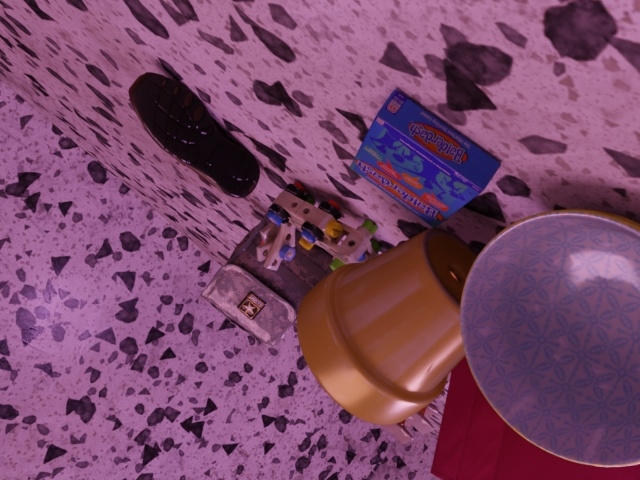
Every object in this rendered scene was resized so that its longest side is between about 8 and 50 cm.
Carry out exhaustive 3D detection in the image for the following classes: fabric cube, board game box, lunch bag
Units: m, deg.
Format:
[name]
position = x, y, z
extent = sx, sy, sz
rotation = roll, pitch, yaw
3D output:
[fabric cube]
position = 0.365, 0.316, 1.135
extent = 0.254, 0.258, 0.259
rotation = 16, 169, -9
[board game box]
position = 0.130, -0.100, 0.903
extent = 0.160, 0.047, 0.210
rotation = 35, 167, 2
[lunch bag]
position = -0.136, 0.105, 1.723
extent = 0.235, 0.287, 0.169
rotation = 38, 166, -5

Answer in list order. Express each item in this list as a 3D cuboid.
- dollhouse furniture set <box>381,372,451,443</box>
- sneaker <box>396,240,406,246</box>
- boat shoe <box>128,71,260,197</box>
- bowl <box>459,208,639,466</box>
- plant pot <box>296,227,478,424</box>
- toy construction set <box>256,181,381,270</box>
[dollhouse furniture set]
position = 0.256, 0.329, 1.661
extent = 0.135, 0.262, 0.259
rotation = 40, 132, -9
[sneaker]
position = 0.167, 0.029, 1.187
extent = 0.098, 0.083, 0.224
rotation = 45, 165, 20
[boat shoe]
position = -0.265, -0.203, 1.365
extent = 0.324, 0.123, 0.120
rotation = 47, 166, -35
[bowl]
position = 0.327, 0.098, 0.792
extent = 0.289, 0.290, 0.156
rotation = 26, -154, 36
[plant pot]
position = 0.132, 0.113, 1.017
extent = 0.254, 0.254, 0.239
rotation = 39, 123, -12
[toy construction set]
position = 0.000, 0.000, 1.377
extent = 0.327, 0.151, 0.215
rotation = 12, 155, 34
